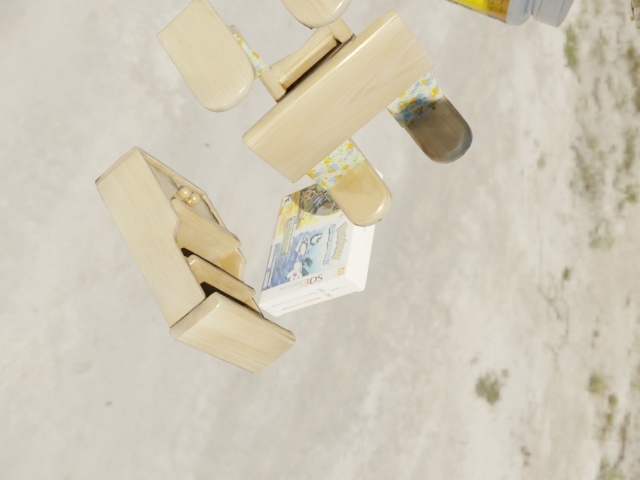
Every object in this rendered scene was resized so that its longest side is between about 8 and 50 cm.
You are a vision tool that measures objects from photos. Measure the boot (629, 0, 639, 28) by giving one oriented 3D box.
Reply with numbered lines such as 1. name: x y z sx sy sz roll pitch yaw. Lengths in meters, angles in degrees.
1. boot: 0.407 -0.385 1.345 0.095 0.262 0.203 -150 -131 -76

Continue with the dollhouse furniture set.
1. dollhouse furniture set: -0.026 -0.080 1.140 0.256 0.394 0.362 56 11 32

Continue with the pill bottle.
1. pill bottle: 0.207 -0.338 1.226 0.117 0.215 0.117 -57 163 -28

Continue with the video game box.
1. video game box: 0.000 0.000 1.503 0.048 0.187 0.205 36 50 -36
